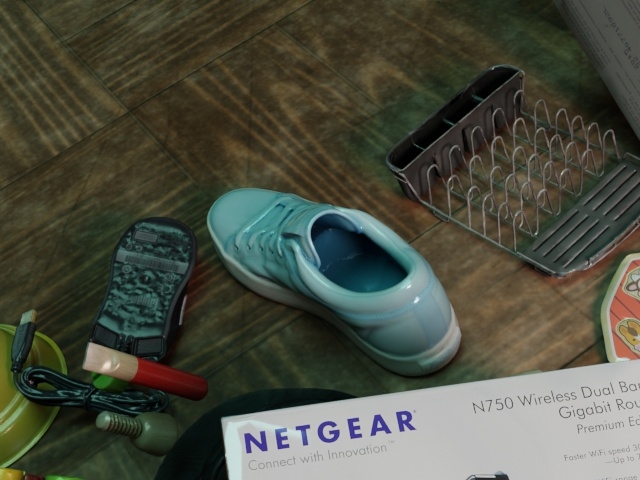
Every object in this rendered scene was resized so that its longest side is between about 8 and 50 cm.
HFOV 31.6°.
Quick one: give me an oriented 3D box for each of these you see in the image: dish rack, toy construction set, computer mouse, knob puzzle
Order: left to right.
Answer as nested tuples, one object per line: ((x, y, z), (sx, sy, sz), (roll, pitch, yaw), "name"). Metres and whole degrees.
((-0.260, 0.222, 0.978), (0.257, 0.237, 0.309), (28, 91, 44), "toy construction set")
((-0.242, 0.087, 1.280), (0.184, 0.060, 0.262), (6, 57, 1), "computer mouse")
((0.234, -0.076, 1.267), (0.208, 0.074, 0.271), (-41, 48, -18), "dish rack")
((0.363, 0.068, 1.114), (0.213, 0.030, 0.213), (-10, 46, 11), "knob puzzle")

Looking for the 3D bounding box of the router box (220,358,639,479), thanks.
((0.113, 0.250, 0.773), (0.335, 0.082, 0.301), (-8, 60, -6), "router box")

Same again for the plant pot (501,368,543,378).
((0.191, 0.182, 1.022), (0.096, 0.109, 0.109), (-32, 44, -28), "plant pot")

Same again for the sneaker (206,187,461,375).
((0.000, 0.000, 1.224), (0.366, 0.150, 0.135), (27, 60, 37), "sneaker")

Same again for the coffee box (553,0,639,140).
((0.466, -0.276, 1.098), (0.334, 0.338, 0.338), (-30, 86, -9), "coffee box")

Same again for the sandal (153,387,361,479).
((0.010, 0.199, 0.983), (0.445, 0.107, 0.168), (-11, 67, 32), "sandal")

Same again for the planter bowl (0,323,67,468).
((-0.401, 0.158, 1.262), (0.217, 0.090, 0.217), (-10, 46, 11), "planter bowl")
